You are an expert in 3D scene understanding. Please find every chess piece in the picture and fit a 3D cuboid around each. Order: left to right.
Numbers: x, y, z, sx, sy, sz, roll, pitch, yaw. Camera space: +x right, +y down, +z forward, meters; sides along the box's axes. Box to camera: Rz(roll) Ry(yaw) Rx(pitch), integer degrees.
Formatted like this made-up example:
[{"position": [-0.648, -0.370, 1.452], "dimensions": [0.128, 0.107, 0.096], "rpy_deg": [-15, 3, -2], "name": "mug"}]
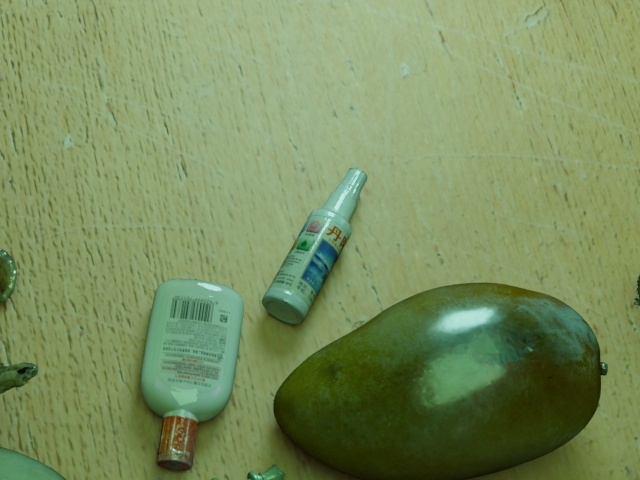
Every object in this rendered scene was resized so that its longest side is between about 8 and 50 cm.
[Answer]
[{"position": [-0.081, 0.276, 1.548], "dimensions": [0.093, 0.042, 0.042], "rpy_deg": [-14, 68, -22], "name": "chess piece"}]

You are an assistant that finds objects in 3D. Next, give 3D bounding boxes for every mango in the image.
[{"position": [0.136, 0.162, 1.561], "dimensions": [0.384, 0.199, 0.221], "rpy_deg": [-8, 72, -1], "name": "mango"}]

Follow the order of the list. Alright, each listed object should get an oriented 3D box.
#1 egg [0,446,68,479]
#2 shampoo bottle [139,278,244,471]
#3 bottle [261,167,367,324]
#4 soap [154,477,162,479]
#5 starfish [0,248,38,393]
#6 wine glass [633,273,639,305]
[{"position": [-0.383, 0.319, 1.349], "dimensions": [0.352, 0.258, 0.258], "rpy_deg": [7, 63, -1], "name": "egg"}, {"position": [-0.152, 0.153, 1.586], "dimensions": [0.108, 0.051, 0.221], "rpy_deg": [10, 64, -7], "name": "shampoo bottle"}, {"position": [0.000, 0.000, 1.683], "dimensions": [0.060, 0.060, 0.217], "rpy_deg": [26, 63, 3], "name": "bottle"}, {"position": [-0.100, 0.388, 1.465], "dimensions": [0.259, 0.081, 0.181], "rpy_deg": [24, 63, 1], "name": "soap"}, {"position": [-0.454, 0.122, 1.435], "dimensions": [0.324, 0.082, 0.432], "rpy_deg": [-4, 25, -9], "name": "starfish"}, {"position": [0.554, 0.031, 1.730], "dimensions": [0.321, 0.143, 0.143], "rpy_deg": [-21, 70, -16], "name": "wine glass"}]
